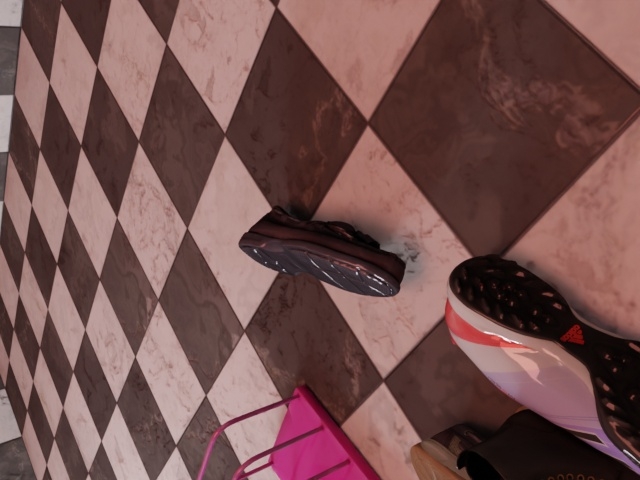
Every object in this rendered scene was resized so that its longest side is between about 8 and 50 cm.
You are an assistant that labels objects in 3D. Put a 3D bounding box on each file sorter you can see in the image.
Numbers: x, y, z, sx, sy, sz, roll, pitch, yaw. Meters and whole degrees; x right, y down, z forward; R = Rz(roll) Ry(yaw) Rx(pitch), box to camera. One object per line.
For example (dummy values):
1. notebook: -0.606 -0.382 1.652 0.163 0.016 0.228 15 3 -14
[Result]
1. file sorter: -0.036 0.412 0.944 0.291 0.182 0.202 45 131 34

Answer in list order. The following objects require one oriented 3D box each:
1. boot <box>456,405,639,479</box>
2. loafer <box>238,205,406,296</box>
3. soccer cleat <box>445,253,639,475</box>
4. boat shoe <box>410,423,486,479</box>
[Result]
1. boot: 0.241 0.240 0.595 0.198 0.137 0.077 23 117 45
2. loafer: 0.000 0.000 0.860 0.302 0.109 0.095 10 64 48
3. soccer cleat: 0.248 0.139 0.604 0.318 0.108 0.116 39 148 36
4. boat shoe: 0.221 0.285 0.666 0.285 0.092 0.103 25 141 49
